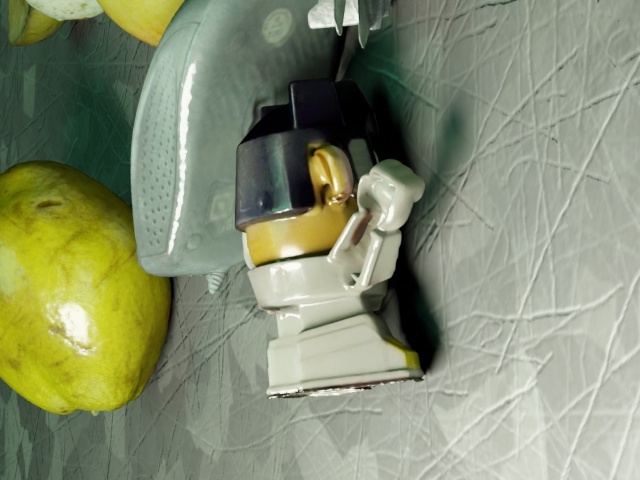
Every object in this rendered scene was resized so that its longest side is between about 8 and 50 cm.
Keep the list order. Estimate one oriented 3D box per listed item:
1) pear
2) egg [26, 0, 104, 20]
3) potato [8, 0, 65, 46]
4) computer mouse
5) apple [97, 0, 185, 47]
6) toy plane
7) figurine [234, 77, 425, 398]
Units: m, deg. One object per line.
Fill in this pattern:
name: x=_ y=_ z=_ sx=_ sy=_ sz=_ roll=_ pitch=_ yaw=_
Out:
pear: x=-0.311 y=0.058 z=1.813 sx=0.269 sy=0.269 sz=0.321 roll=-23 pitch=82 yaw=61
egg: x=-0.305 y=-0.384 z=1.883 sx=0.231 sy=0.169 sz=0.169 roll=-53 pitch=44 yaw=36
potato: x=-0.390 y=-0.402 z=2.114 sx=0.269 sy=0.112 sz=0.255 roll=-130 pitch=43 yaw=-56
computer mouse: x=-0.093 y=-0.118 z=1.434 sx=0.122 sy=0.188 sz=0.371 roll=37 pitch=127 yaw=39
apple: x=-0.140 y=-0.318 z=1.514 sx=0.261 sy=0.194 sz=0.261 roll=-29 pitch=55 yaw=52
toy plane: x=0.034 y=-0.306 z=1.230 sx=0.212 sy=0.088 sz=0.267 roll=-63 pitch=-26 yaw=-66
figurine: x=0.000 y=0.000 z=1.314 sx=0.308 sy=0.143 sz=0.308 roll=6 pitch=99 yaw=44
